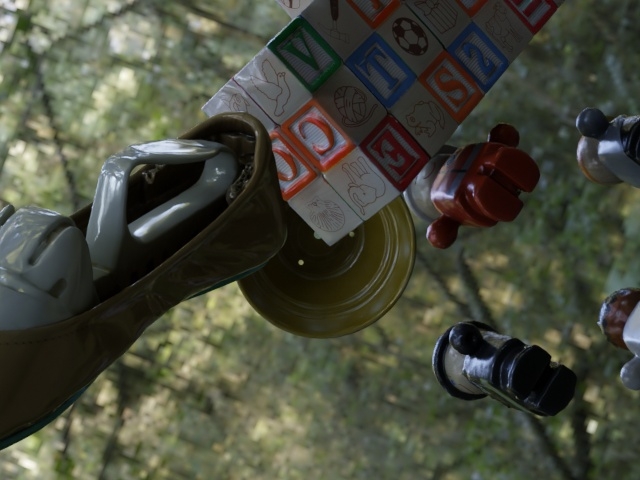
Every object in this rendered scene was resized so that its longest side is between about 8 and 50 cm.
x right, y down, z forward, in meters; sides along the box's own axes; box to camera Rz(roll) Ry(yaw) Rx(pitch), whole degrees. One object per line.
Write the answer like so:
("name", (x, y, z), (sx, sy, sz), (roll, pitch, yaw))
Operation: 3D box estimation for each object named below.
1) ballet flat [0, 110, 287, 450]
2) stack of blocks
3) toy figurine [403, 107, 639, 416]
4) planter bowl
("ballet flat", (-0.095, 0.007, 0.597), (0.232, 0.080, 0.073), (-36, -43, -51))
("stack of blocks", (0.043, -0.156, 1.080), (0.087, 0.171, 0.297), (-37, 10, 48))
("toy figurine", (0.176, 0.013, 1.103), (0.148, 0.210, 0.213), (-176, 72, -72))
("planter bowl", (0.000, 0.000, 1.809), (0.090, 0.217, 0.217), (-113, 42, -78))
